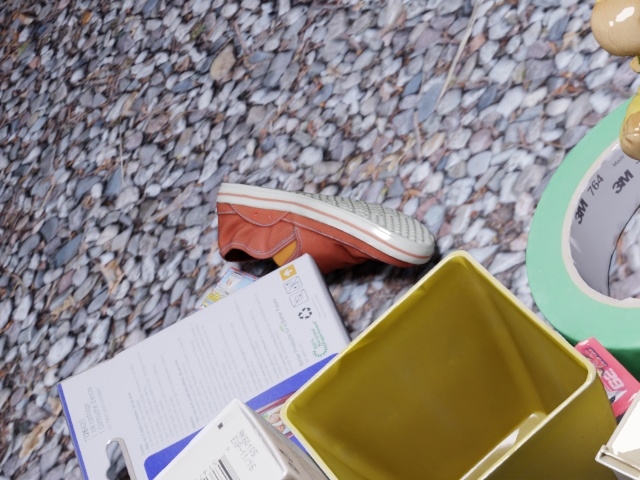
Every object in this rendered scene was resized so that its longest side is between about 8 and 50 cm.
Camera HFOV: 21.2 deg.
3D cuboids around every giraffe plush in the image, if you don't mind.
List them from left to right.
[{"bbox_3d":[0.314,-0.197,1.557,0.181,0.170,0.210,-26,39,28],"label":"giraffe plush"}]

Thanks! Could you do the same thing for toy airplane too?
[{"bbox_3d":[0.281,0.129,1.449,0.151,0.028,0.151,1,92,38],"label":"toy airplane"}]

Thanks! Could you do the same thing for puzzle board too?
[{"bbox_3d":[-0.101,0.081,2.003,0.096,0.011,0.128,-55,35,-11],"label":"puzzle board"}]

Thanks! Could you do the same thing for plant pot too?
[{"bbox_3d":[0.132,0.176,1.436,0.212,0.187,0.212,-42,41,-2],"label":"plant pot"}]

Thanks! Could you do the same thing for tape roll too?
[{"bbox_3d":[0.342,-0.018,1.568,0.321,0.077,0.321,-28,38,25],"label":"tape roll"}]

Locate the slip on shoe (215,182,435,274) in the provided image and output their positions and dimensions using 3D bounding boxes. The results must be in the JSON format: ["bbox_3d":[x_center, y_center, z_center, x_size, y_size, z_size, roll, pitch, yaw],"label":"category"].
[{"bbox_3d":[0.000,0.000,1.906,0.331,0.123,0.101,10,93,47],"label":"slip on shoe"}]

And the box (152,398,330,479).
[{"bbox_3d":[-0.001,0.284,1.423,0.148,0.311,0.121,-47,34,3],"label":"box"}]

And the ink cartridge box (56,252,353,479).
[{"bbox_3d":[-0.093,0.194,1.744,0.307,0.072,0.303,-29,46,5],"label":"ink cartridge box"}]

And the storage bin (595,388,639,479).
[{"bbox_3d":[0.386,0.128,1.277,0.260,0.123,0.262,25,74,33],"label":"storage bin"}]

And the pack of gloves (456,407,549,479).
[{"bbox_3d":[0.208,0.217,1.522,0.232,0.046,0.195,21,67,46],"label":"pack of gloves"}]
